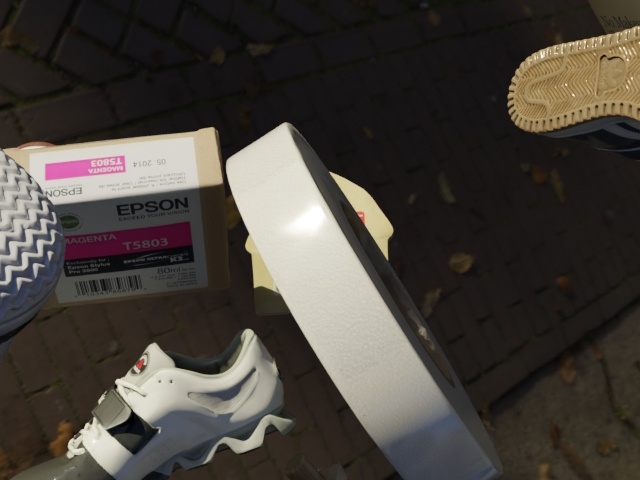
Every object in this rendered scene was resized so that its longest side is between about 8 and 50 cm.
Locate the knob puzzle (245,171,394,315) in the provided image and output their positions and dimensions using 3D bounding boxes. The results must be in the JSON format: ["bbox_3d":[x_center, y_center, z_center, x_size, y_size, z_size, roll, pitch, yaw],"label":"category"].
[{"bbox_3d":[0.000,0.000,1.302,0.213,0.030,0.213,-4,69,11],"label":"knob puzzle"}]

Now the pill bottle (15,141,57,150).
[{"bbox_3d":[-0.389,-0.073,1.396,0.121,0.216,0.121,-2,98,-14],"label":"pill bottle"}]

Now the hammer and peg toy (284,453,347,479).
[{"bbox_3d":[-0.095,0.462,1.327,0.127,0.266,0.361,51,30,-19],"label":"hammer and peg toy"}]

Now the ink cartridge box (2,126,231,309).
[{"bbox_3d":[-0.222,-0.019,1.131,0.235,0.193,0.088,-7,53,-6],"label":"ink cartridge box"}]

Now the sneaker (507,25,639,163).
[{"bbox_3d":[0.301,-0.113,0.814,0.153,0.282,0.099,10,89,-32],"label":"sneaker"}]

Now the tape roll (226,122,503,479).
[{"bbox_3d":[0.044,0.068,0.962,0.072,0.392,0.392,-32,92,5],"label":"tape roll"}]

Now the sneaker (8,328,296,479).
[{"bbox_3d":[-0.200,0.191,1.109,0.331,0.122,0.146,-21,105,-19],"label":"sneaker"}]

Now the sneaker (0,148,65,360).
[{"bbox_3d":[-0.312,-0.016,0.545,0.366,0.210,0.137,35,37,9],"label":"sneaker"}]

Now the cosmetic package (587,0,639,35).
[{"bbox_3d":[0.360,-0.228,0.995,0.113,0.160,0.309,-37,106,-2],"label":"cosmetic package"}]
